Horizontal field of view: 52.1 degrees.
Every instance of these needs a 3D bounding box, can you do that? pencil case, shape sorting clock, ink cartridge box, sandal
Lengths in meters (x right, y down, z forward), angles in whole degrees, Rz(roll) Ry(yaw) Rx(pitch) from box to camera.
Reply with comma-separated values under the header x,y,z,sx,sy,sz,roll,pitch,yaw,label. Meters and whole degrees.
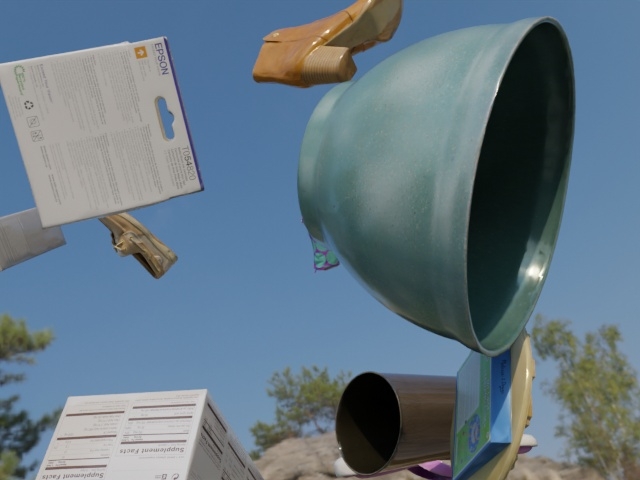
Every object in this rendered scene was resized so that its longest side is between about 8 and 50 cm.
x,y,z,sx,sy,sz,roll,pitch,yaw,label
0.000,0.000,1.630,0.070,0.152,0.064,-15,-2,1,pencil case
0.185,0.181,0.718,0.040,0.206,0.206,13,-36,0,shape sorting clock
-0.294,-0.148,0.895,0.223,0.224,0.045,-14,9,-14,ink cartridge box
0.238,0.467,1.351,0.415,0.102,0.169,-8,-18,3,sandal

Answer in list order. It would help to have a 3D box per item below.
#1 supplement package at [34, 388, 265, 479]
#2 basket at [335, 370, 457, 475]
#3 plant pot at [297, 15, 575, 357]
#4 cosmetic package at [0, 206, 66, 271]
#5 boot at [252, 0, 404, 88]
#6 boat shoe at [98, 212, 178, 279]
x,y,z,sx,sy,sz,roll,pitch,yaw,label
-0.215,0.335,0.880,0.203,0.145,0.262,-6,-47,13,supplement package
0.169,0.297,1.093,0.226,0.154,0.204,4,-35,-29,basket
0.103,-0.059,0.622,0.196,0.293,0.293,13,-18,32,plant pot
-0.628,0.004,1.297,0.127,0.107,0.238,-16,6,13,cosmetic package
0.012,-0.394,1.227,0.211,0.295,0.104,14,-34,34,boot
-0.311,0.004,1.078,0.063,0.059,0.170,4,-33,51,boat shoe
